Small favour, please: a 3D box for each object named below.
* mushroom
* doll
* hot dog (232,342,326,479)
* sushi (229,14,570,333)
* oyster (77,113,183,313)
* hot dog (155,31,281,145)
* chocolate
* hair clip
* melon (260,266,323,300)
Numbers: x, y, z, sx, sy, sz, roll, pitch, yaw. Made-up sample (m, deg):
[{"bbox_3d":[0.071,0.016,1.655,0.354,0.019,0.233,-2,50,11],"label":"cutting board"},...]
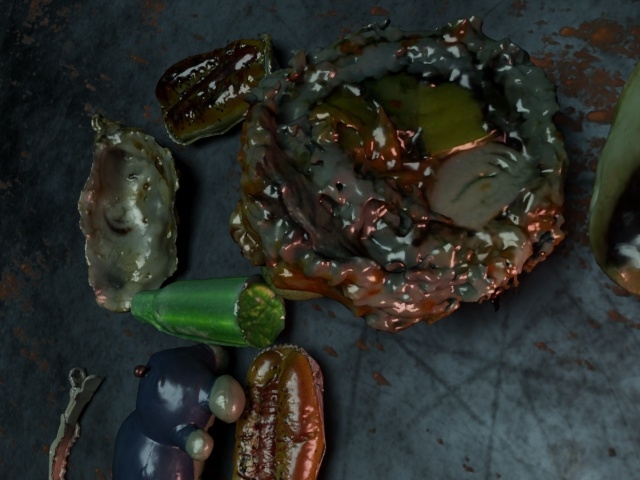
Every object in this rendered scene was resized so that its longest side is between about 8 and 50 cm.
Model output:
[{"bbox_3d":[0.406,-0.031,0.635,0.217,0.212,0.292,11,66,-8],"label":"mushroom"},{"bbox_3d":[-0.216,0.284,0.951,0.228,0.154,0.259,-138,60,-63],"label":"doll"},{"bbox_3d":[-0.058,0.277,0.893,0.144,0.075,0.268,-3,73,37],"label":"hot dog"},{"bbox_3d":[0.096,-0.096,0.755,0.417,0.176,0.418,0,64,0],"label":"sushi"},{"bbox_3d":[-0.320,-0.075,1.164,0.204,0.111,0.396,-13,74,16],"label":"oyster"},{"bbox_3d":[-0.181,-0.263,1.122,0.270,0.081,0.163,-15,71,30],"label":"hot dog"},{"bbox_3d":[-0.189,0.106,1.002,0.291,0.110,0.110,-2,76,39],"label":"chocolate"},{"bbox_3d":[-0.462,0.340,1.181,0.072,0.034,0.226,20,91,40],"label":"hair clip"},{"bbox_3d":[0.000,0.000,0.889,0.192,0.139,0.139,-42,58,16],"label":"melon"}]
